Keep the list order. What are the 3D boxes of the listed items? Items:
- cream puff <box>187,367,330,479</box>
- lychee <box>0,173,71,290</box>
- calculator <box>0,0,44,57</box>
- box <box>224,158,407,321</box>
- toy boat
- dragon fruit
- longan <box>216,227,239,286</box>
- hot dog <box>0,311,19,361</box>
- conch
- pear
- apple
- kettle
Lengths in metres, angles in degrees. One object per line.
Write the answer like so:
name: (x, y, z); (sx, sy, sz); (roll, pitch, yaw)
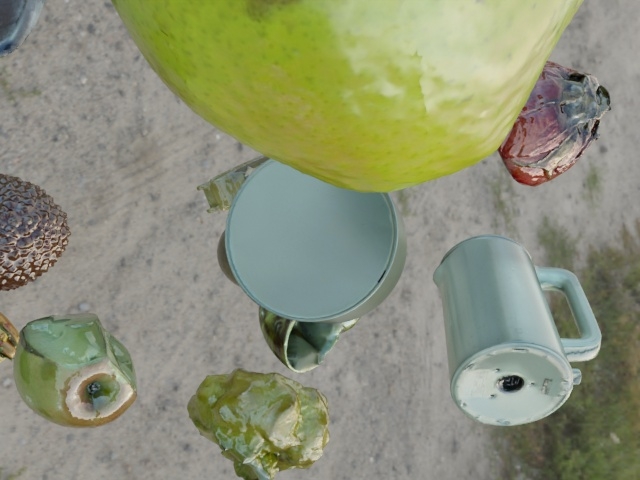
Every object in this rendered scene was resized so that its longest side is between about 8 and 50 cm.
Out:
cream puff: (-0.114, 0.349, 1.362); (0.282, 0.282, 0.185); (34, 52, -43)
lychee: (-0.705, -0.016, 1.662); (0.276, 0.304, 0.275); (-8, 90, -81)
calculator: (-0.515, -0.338, 1.155); (0.040, 0.177, 0.268); (77, 3, -49)
box: (0.000, 0.000, 1.029); (0.149, 0.226, 0.226); (34, 51, -77)
toy boat: (-0.160, -0.173, 2.025); (0.445, 0.162, 0.135); (-30, 102, -54)
dragon fruit: (0.376, -0.200, 1.200); (0.223, 0.148, 0.218); (53, 48, -32)
longan: (-0.204, 0.038, 2.147); (0.198, 0.198, 0.212); (19, 55, -48)
hot dog: (-0.775, 0.180, 1.696); (0.250, 0.076, 0.104); (43, 64, -4)
conch: (-0.015, 0.109, 1.198); (0.181, 0.124, 0.187); (12, 89, -40)
pear: (0.023, -0.220, 0.533); (0.391, 0.391, 0.391); (17, 68, -49)
apple: (-0.393, 0.213, 1.217); (0.207, 0.174, 0.188); (42, 6, -31)
kettle: (0.352, 0.146, 1.389); (0.205, 0.265, 0.318); (55, 20, -28)
